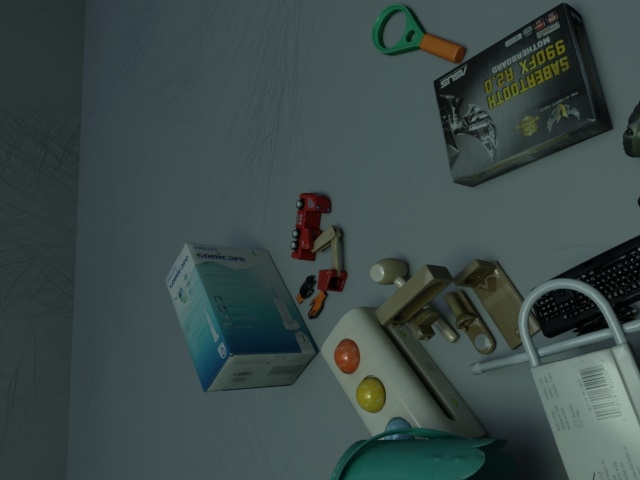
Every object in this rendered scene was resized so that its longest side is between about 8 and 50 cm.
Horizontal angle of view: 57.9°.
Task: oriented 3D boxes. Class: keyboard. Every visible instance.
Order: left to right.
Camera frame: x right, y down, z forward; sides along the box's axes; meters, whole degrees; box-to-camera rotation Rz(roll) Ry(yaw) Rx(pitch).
[{"bbox_3d":[0.359,0.069,0.746,0.192,0.038,0.100,-39,57,40],"label":"keyboard"}]

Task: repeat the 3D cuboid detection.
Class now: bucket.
[{"bbox_3d":[0.128,0.367,0.693,0.183,0.281,0.281,-7,79,28],"label":"bucket"}]

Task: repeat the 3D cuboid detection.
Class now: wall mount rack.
[{"bbox_3d":[0.315,0.229,0.701,0.304,0.130,0.350,-29,69,39],"label":"wall mount rack"}]

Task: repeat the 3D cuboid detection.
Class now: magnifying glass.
[{"bbox_3d":[0.170,-0.363,1.038,0.231,0.026,0.092,42,116,43],"label":"magnifying glass"}]

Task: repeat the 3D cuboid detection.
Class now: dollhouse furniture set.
[{"bbox_3d":[0.197,0.115,0.835,0.144,0.151,0.123,-48,52,30],"label":"dollhouse furniture set"}]

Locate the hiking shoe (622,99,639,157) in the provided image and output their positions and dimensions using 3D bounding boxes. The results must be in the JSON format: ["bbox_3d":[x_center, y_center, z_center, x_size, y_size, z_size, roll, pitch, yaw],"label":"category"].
[{"bbox_3d":[0.450,-0.184,0.658,0.114,0.086,0.227,34,117,32],"label":"hiking shoe"}]

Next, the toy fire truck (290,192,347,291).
[{"bbox_3d":[0.000,0.000,1.165,0.135,0.047,0.192,8,90,49],"label":"toy fire truck"}]

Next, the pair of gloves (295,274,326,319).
[{"bbox_3d":[-0.018,0.117,1.198,0.083,0.010,0.074,54,125,42],"label":"pair of gloves"}]

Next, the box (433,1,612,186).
[{"bbox_3d":[0.286,-0.204,0.856,0.231,0.056,0.183,-23,67,46],"label":"box"}]

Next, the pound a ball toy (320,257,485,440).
[{"bbox_3d":[0.121,0.199,0.929,0.208,0.135,0.319,-58,47,26],"label":"pound a ball toy"}]

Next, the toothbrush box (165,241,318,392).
[{"bbox_3d":[-0.171,0.154,1.212,0.126,0.216,0.295,-53,49,29],"label":"toothbrush box"}]

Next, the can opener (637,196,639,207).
[{"bbox_3d":[0.432,0.009,0.667,0.059,0.073,0.186,82,164,-51],"label":"can opener"}]
